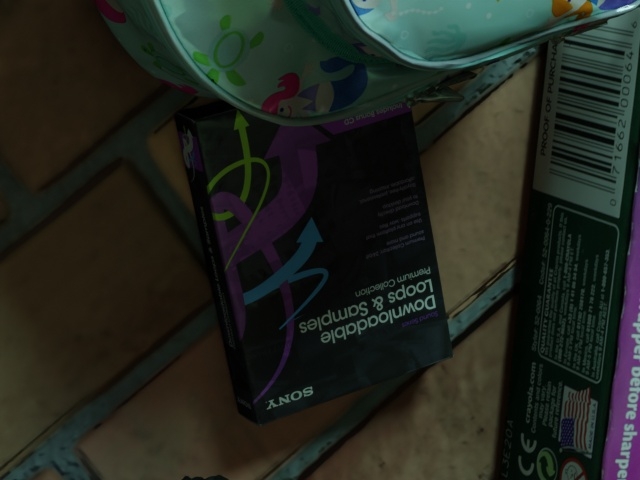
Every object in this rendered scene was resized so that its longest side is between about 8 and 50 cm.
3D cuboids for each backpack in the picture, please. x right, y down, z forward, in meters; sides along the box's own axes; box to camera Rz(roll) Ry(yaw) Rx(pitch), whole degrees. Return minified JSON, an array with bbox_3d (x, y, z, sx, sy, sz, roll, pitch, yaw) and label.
[{"bbox_3d":[0.017,-0.168,0.837,0.253,0.191,0.225,-20,110,-15],"label":"backpack"}]

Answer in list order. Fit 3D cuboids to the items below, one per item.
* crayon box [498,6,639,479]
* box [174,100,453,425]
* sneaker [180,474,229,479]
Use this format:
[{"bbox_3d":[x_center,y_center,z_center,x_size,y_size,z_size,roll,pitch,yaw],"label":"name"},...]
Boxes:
[{"bbox_3d":[0.264,0.050,1.041,0.313,0.106,0.363,0,102,-26],"label":"crayon box"},{"bbox_3d":[0.000,0.000,0.948,0.116,0.029,0.162,-18,110,-21],"label":"box"},{"bbox_3d":[-0.084,0.139,0.921,0.152,0.058,0.084,38,90,-31],"label":"sneaker"}]
